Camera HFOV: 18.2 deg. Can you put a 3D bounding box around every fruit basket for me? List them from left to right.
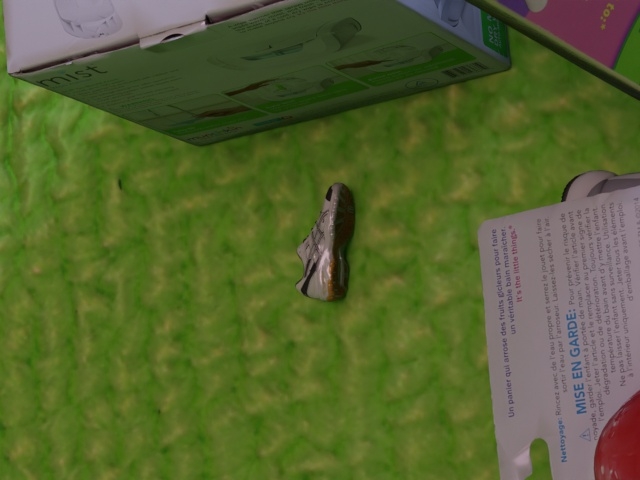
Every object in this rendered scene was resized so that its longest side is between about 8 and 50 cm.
[{"bbox_3d":[0.263,0.114,1.101,0.353,0.165,0.327,-15,73,34],"label":"fruit basket"}]

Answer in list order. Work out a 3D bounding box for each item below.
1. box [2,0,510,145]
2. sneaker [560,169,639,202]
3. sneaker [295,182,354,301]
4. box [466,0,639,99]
[{"bbox_3d":[-0.041,-0.164,1.328,0.262,0.231,0.126,-12,74,29],"label":"box"},{"bbox_3d":[0.219,0.058,1.215,0.132,0.086,0.228,-9,74,26],"label":"sneaker"},{"bbox_3d":[0.000,0.000,1.386,0.037,0.032,0.083,3,81,31],"label":"sneaker"},{"bbox_3d":[0.202,-0.199,1.172,0.213,0.243,0.117,-61,31,5],"label":"box"}]
